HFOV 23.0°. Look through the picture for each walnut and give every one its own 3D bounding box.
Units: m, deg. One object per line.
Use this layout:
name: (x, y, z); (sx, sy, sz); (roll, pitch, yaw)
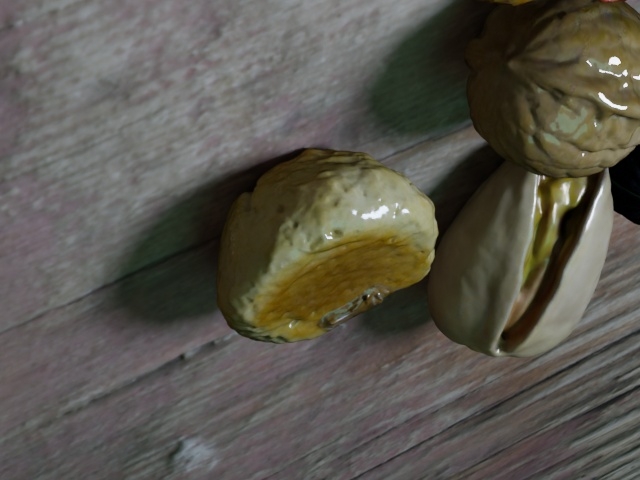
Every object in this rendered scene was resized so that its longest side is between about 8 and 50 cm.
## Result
walnut: (0.239, -0.159, 1.564); (0.213, 0.213, 0.213); (-22, 146, -16)

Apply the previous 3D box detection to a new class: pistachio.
pistachio: (0.233, 0.015, 1.820); (0.187, 0.187, 0.299); (-6, 133, -35)

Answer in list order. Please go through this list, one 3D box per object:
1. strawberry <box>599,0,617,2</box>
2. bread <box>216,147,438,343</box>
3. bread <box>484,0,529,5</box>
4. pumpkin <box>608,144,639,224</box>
strawberry: (0.221, -0.276, 1.450); (0.188, 0.121, 0.082); (-6, 134, -30)
bread: (0.000, 0.000, 1.626); (0.244, 0.134, 0.244); (-22, 149, -14)
bread: (0.163, -0.346, 1.235); (0.337, 0.204, 0.358); (-17, 147, -14)
pumpkin: (0.412, -0.091, 1.831); (0.194, 0.150, 0.194); (-14, 135, -15)
